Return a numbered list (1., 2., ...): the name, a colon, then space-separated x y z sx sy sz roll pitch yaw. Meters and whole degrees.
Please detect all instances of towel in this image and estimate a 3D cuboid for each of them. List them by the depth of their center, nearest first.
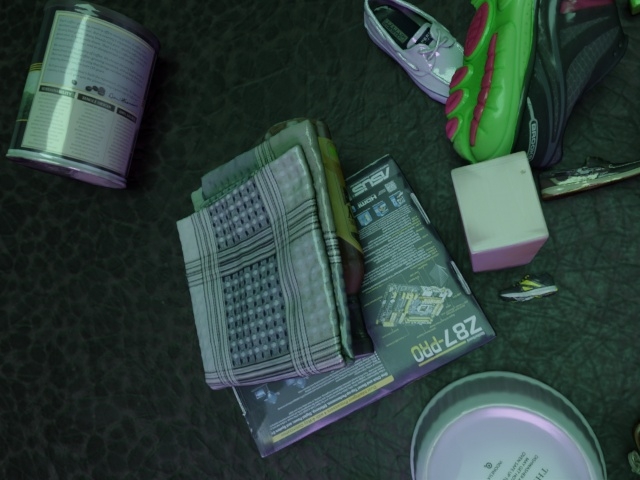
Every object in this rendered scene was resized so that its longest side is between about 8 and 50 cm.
1. towel: -0.095 0.033 0.772 0.312 0.056 0.324 -22 72 46

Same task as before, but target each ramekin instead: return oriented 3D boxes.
1. ramekin: 0.250 0.319 0.757 0.272 0.127 0.273 -3 81 16

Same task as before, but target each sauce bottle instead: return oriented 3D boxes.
1. sauce bottle: 0.000 0.000 0.790 0.111 0.111 0.344 -16 76 13

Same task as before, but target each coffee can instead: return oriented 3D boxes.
1. coffee can: -0.418 -0.251 0.997 0.201 0.201 0.275 10 85 17

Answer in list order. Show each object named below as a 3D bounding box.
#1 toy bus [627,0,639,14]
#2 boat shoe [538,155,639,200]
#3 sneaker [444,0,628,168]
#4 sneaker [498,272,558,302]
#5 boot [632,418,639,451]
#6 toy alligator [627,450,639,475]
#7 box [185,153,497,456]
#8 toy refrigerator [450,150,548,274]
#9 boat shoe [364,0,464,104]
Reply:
1. toy bus: 0.503 -0.445 0.789 0.202 0.104 0.191 -3 83 27
2. boat shoe: 0.398 -0.100 0.815 0.152 0.056 0.049 -15 83 14
3. sneaker: 0.335 -0.328 0.805 0.202 0.185 0.483 15 99 -22
4. sneaker: 0.308 0.070 0.832 0.083 0.031 0.035 -10 66 10
5. boot: 0.456 0.316 0.622 0.089 0.269 0.236 -40 73 9
6. toy alligator: 0.432 0.376 0.739 0.051 0.056 0.190 -35 68 51
7. box: 0.021 0.101 0.874 0.395 0.097 0.318 -31 72 9
8. toy refrigerator: 0.236 -0.023 0.738 0.094 0.269 0.102 -14 77 13
9. boat shoe: 0.165 -0.308 0.898 0.258 0.084 0.095 39 93 17
